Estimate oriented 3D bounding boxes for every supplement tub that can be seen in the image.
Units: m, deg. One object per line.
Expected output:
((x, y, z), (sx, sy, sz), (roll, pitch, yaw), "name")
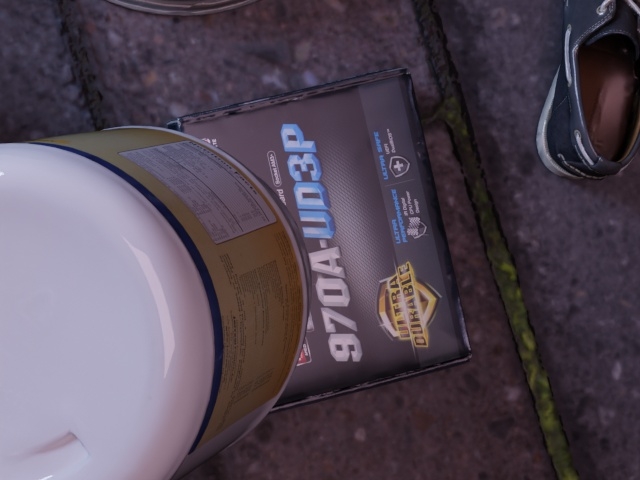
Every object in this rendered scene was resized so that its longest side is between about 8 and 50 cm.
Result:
((-0.136, 0.046, 1.223), (0.228, 0.316, 0.228), (1, 96, 14), "supplement tub")

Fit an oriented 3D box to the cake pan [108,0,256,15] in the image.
((-0.096, -0.306, 1.383), (0.293, 0.054, 0.293), (0, 92, -12), "cake pan")

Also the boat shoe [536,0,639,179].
((0.219, -0.159, 1.446), (0.084, 0.079, 0.233), (11, 88, -11), "boat shoe")

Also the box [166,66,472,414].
((0.000, 0.000, 1.413), (0.175, 0.051, 0.220), (-13, 95, -12), "box")
